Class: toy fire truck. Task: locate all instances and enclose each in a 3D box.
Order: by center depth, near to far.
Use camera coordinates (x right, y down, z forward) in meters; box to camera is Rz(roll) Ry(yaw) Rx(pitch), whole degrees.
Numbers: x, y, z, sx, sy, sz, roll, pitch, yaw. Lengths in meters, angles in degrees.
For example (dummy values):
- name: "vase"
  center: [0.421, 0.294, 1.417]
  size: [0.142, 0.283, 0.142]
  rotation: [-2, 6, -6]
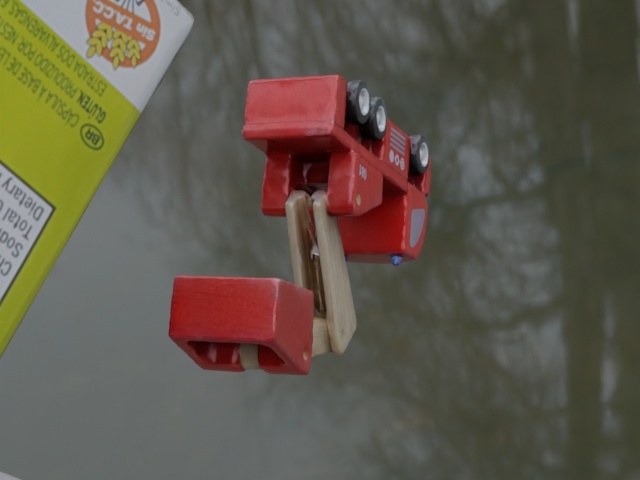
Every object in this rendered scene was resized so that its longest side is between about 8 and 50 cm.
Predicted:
- name: "toy fire truck"
  center: [0.000, 0.000, 0.697]
  size: [0.047, 0.135, 0.192]
  rotation: [0, -13, 21]

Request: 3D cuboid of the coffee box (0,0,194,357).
- name: "coffee box"
  center: [-0.320, -0.033, 0.487]
  size: [0.337, 0.338, 0.334]
  rotation: [0, 56, 46]

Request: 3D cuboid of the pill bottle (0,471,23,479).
- name: "pill bottle"
  center: [-0.157, 0.182, 0.567]
  size: [0.112, 0.187, 0.112]
  rotation: [12, 10, -2]
